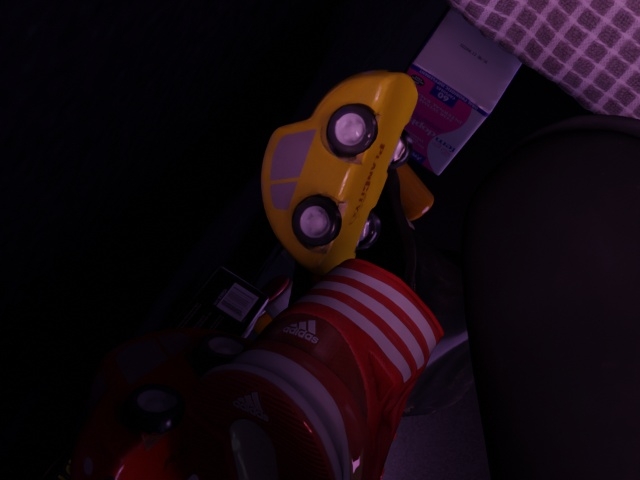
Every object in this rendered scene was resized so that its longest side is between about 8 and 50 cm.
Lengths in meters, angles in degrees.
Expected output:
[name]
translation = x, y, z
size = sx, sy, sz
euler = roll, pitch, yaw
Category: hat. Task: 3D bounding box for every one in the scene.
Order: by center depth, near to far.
[hat]
translation = 0.059, 0.066, 0.738
size = 0.331, 0.134, 0.331
euler = -172, -90, -78

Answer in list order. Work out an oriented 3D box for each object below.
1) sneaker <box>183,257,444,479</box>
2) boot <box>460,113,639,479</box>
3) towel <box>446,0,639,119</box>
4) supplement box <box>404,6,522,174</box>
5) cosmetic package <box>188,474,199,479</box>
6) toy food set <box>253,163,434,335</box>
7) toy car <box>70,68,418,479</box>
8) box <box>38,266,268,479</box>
[sneaker]
translation = 0.012, 0.104, 0.408
size = 0.128, 0.087, 0.221
euler = -44, 152, -41
[boot]
translation = 0.022, 0.114, 0.201
size = 0.445, 0.366, 0.146
euler = 0, 153, -46
[towel]
translation = 0.225, -0.206, 0.619
size = 0.121, 0.235, 0.283
euler = -49, 174, -32
[supplement box]
translation = 0.162, -0.188, 1.198
size = 0.114, 0.111, 0.220
euler = -56, 178, -17
[cosmetic package]
translation = -0.082, 0.206, 0.607
size = 0.107, 0.127, 0.238
euler = -56, -170, 16
[toy food set]
translation = 0.000, 0.000, 0.939
size = 0.232, 0.104, 0.111
euler = -39, -166, 6
[toy car]
translation = -0.025, 0.053, 0.459
size = 0.239, 0.053, 0.225
euler = -56, 157, -24
[box]
translation = -0.103, 0.112, 0.497
size = 0.114, 0.036, 0.207
euler = -58, 178, 37
